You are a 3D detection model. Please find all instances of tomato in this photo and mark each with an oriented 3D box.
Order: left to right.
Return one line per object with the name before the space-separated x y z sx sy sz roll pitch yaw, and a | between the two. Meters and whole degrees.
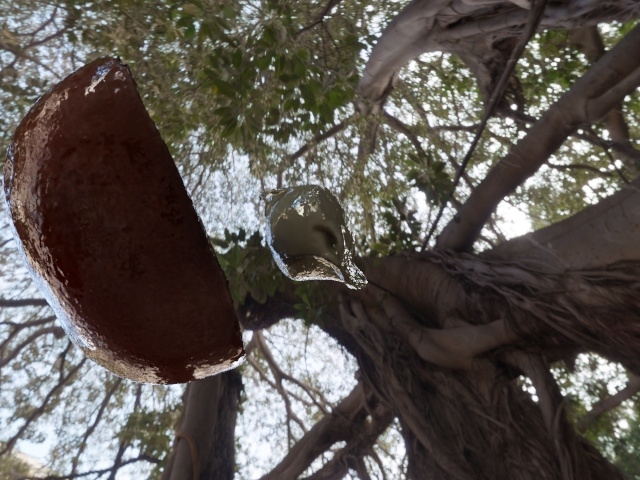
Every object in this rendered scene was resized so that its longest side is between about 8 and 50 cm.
tomato | -0.209 0.006 0.466 0.143 0.338 0.339 -23 -62 -21

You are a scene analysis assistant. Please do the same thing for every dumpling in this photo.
dumpling | -0.001 0.003 0.596 0.111 0.181 0.155 -27 -32 19
